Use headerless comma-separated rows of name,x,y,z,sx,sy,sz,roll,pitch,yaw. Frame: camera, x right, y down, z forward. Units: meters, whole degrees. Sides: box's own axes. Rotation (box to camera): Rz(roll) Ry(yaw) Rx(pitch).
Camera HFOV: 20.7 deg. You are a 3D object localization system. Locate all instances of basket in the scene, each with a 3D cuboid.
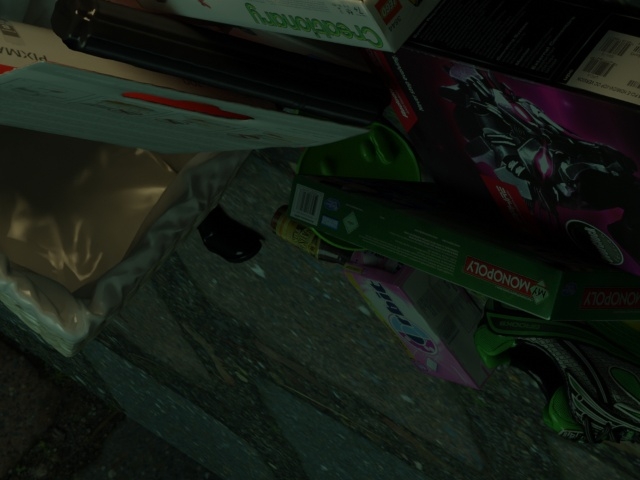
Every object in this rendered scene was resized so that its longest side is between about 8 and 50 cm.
basket,-0.294,-0.081,1.987,0.328,0.331,0.266,40,164,2

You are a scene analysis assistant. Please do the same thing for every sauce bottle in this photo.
sauce bottle,0.000,0.000,2.050,0.128,0.042,0.042,27,158,31

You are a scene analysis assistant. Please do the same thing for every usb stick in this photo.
usb stick,-0.074,-0.141,1.383,0.278,0.045,0.077,12,-167,-27

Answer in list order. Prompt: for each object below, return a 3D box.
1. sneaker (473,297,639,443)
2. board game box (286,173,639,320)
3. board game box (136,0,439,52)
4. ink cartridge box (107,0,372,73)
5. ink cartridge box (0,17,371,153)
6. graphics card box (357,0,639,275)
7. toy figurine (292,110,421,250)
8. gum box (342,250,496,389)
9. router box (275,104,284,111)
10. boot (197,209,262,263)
sneaker,0.294,0.156,1.671,0.343,0.146,0.134,36,161,10
board game box,0.153,0.004,1.562,0.213,0.046,0.317,3,-167,-45
board game box,0.002,-0.235,1.272,0.305,0.193,0.053,18,151,50
ink cartridge box,-0.096,-0.197,1.566,0.296,0.066,0.261,19,169,-22
ink cartridge box,-0.178,-0.147,1.543,0.308,0.091,0.385,10,174,-31
graphics card box,0.212,-0.081,1.376,0.371,0.094,0.233,21,153,43
toy figurine,0.008,-0.077,1.782,0.173,0.130,0.159,67,166,-8
gum box,0.115,0.077,1.966,0.107,0.062,0.188,13,148,53
router box,-0.082,-0.178,1.806,0.092,0.038,0.122,36,161,15
boot,-0.138,-0.024,2.264,0.121,0.045,0.099,16,147,53
